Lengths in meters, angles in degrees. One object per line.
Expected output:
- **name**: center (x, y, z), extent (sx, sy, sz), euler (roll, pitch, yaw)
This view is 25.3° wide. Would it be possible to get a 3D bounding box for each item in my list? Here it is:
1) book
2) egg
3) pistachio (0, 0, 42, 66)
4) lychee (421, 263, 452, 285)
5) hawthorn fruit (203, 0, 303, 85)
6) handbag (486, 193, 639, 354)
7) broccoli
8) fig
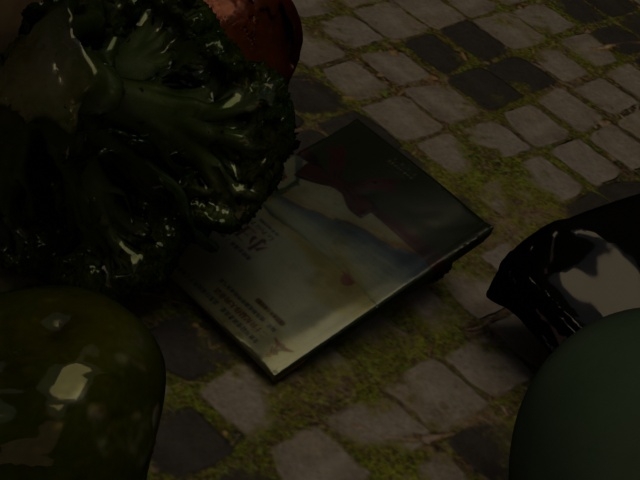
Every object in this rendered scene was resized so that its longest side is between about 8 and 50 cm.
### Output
- **book**: center (0.000, 0.000, 1.376), extent (0.289, 0.026, 0.201), euler (-33, 61, -30)
- **egg**: center (0.288, 0.218, 1.081), extent (0.276, 0.276, 0.389), euler (3, 38, -23)
- **pistachio**: center (-0.400, -0.249, 1.426), extent (0.318, 0.214, 0.193), euler (-15, 87, -33)
- **lychee**: center (0.093, 0.012, 1.433), extent (0.083, 0.068, 0.067), euler (22, 75, -10)
- **hawthorn fruit**: center (-0.169, -0.191, 1.459), extent (0.299, 0.211, 0.211), euler (-10, 46, -31)
- **handbag**: center (0.366, 0.093, 1.405), extent (0.342, 0.152, 0.288), euler (-15, 60, -35)
- **broccoli**: center (-0.188, -0.094, 1.245), extent (0.304, 0.321, 0.283), euler (28, -6, 13)
- **fig**: center (-0.255, 0.131, 0.994), extent (0.314, 0.233, 0.233), euler (9, 31, 21)
